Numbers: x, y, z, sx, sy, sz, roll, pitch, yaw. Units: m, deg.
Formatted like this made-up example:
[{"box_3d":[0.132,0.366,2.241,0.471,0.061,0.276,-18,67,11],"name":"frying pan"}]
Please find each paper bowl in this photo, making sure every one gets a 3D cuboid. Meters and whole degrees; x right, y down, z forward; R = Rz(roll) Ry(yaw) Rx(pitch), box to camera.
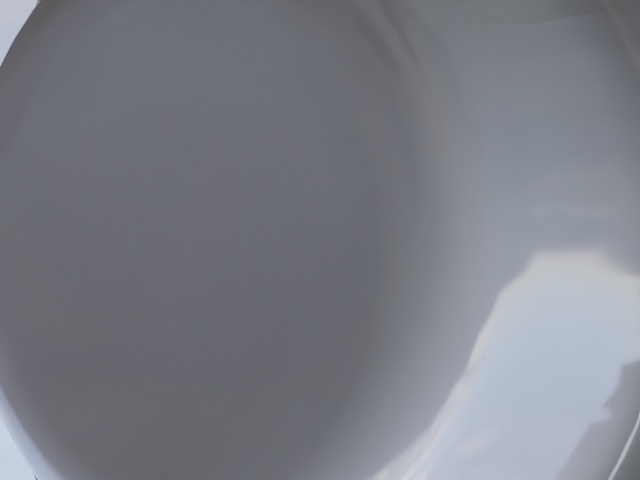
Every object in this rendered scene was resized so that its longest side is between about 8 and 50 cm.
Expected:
[{"box_3d":[0.000,0.000,0.487,0.284,0.284,0.148,14,-170,35],"name":"paper bowl"}]
